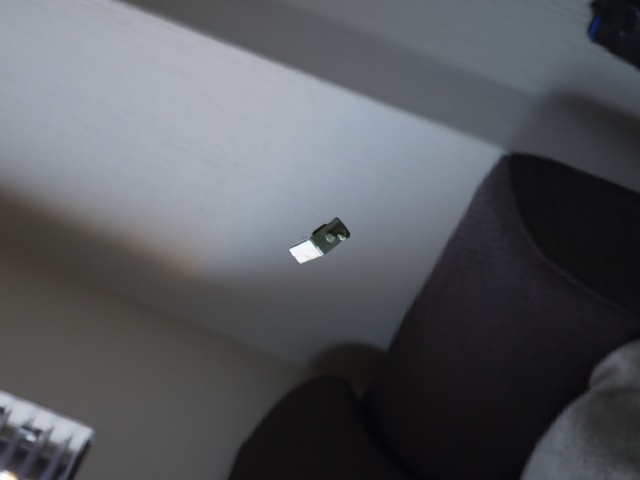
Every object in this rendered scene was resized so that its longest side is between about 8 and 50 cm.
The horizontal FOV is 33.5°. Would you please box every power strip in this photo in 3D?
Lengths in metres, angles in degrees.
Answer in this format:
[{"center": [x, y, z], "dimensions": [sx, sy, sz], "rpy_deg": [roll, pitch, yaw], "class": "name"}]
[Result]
[{"center": [0.000, 0.000, 0.702], "dimensions": [0.027, 0.017, 0.083], "rpy_deg": [-40, 3, -13], "class": "power strip"}]
